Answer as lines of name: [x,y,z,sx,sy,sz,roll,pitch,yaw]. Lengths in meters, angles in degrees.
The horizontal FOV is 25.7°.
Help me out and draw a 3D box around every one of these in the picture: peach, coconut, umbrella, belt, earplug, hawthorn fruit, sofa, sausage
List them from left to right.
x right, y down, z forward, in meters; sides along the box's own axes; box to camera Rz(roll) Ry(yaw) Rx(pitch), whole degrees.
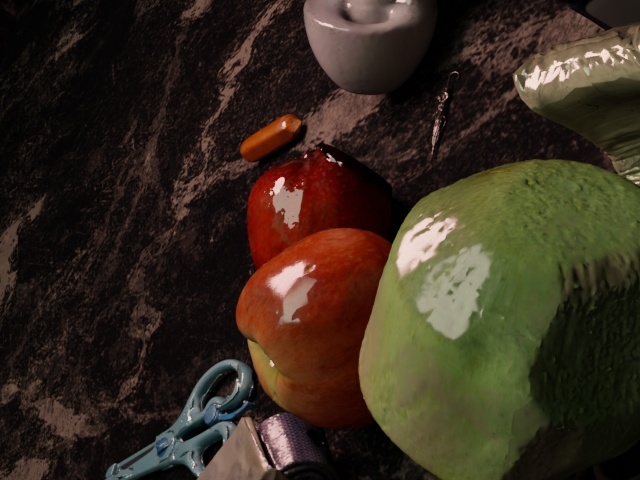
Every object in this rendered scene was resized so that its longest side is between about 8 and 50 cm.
belt: [-0.071,0.324,1.695,0.230,0.139,0.126,-51,31,20]
sausage: [-0.074,-0.159,2.169,0.131,0.041,0.039,-27,25,47]
hawthorn fruit: [0.000,0.000,1.816,0.189,0.189,0.251,9,95,60]
peach: [0.036,0.091,1.643,0.232,0.256,0.232,53,157,35]
earplug: [0.118,-0.343,1.892,0.325,0.175,0.214,-47,28,12]
umbrella: [0.158,-0.167,1.829,0.022,0.013,0.122,7,72,37]
coconut: [0.187,0.088,1.288,0.281,0.328,0.328,31,96,22]
sofa: [0.313,-0.084,1.300,0.210,0.225,0.176,-5,60,54]

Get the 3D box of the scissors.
scissors: [-0.217,0.297,2.062,0.393,0.032,0.180,-32,42,45]

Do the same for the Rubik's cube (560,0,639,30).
Rubik's cube: [0.368,-0.389,1.366,0.301,0.303,0.305,-34,40,43]

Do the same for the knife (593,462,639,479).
knife: [0.277,0.263,1.239,0.123,0.053,0.278,-40,19,42]
